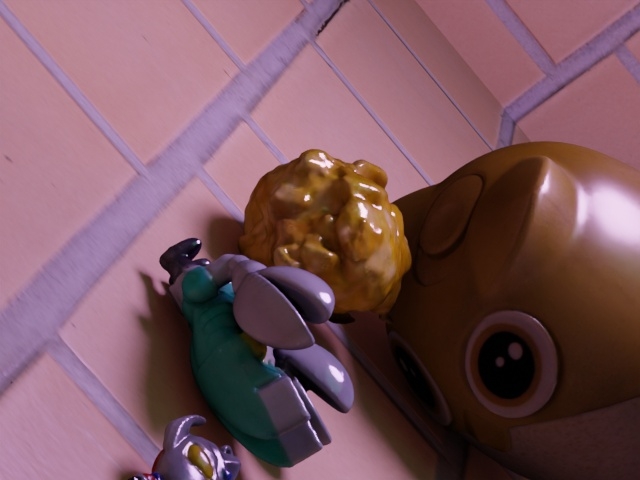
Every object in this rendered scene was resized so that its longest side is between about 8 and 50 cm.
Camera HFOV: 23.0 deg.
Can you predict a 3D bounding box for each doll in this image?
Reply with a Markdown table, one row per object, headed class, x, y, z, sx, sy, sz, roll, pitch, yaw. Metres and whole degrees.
| class | x | y | z | sx | sy | sz | roll | pitch | yaw |
| --- | --- | --- | --- | --- | --- | --- | --- | --- | --- |
| doll | -0.060 | 0.087 | 1.500 | 0.258 | 0.153 | 0.195 | 57 | -6 | 12 |
| doll | -0.114 | 0.208 | 1.294 | 0.104 | 0.062 | 0.194 | 51 | 25 | 1 |

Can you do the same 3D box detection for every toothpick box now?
| class | x | y | z | sx | sy | sz | roll | pitch | yaw |
| --- | --- | --- | --- | --- | --- | --- | --- | --- | --- |
| toothpick box | 0.287 | 0.090 | 1.953 | 0.425 | 0.409 | 0.409 | 37 | 23 | -27 |

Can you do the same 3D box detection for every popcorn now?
| class | x | y | z | sx | sy | sz | roll | pitch | yaw |
| --- | --- | --- | --- | --- | --- | --- | --- | --- | --- |
| popcorn | 0.001 | -0.003 | 1.807 | 0.253 | 0.190 | 0.191 | 33 | 55 | -70 |
